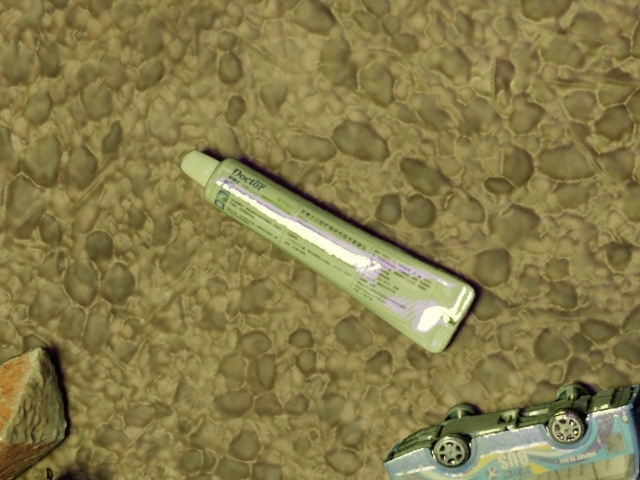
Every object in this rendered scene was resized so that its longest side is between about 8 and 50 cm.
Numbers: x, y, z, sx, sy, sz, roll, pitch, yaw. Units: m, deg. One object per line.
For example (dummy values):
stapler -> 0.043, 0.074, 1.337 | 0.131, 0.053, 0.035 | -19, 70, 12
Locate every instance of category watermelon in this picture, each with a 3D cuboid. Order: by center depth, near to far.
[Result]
watermelon -> -0.264, 0.149, 1.234 | 0.241, 0.154, 0.094 | -31, 83, 3

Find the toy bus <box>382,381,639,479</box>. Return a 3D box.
toy bus -> 0.115, 0.123, 1.148 | 0.153, 0.051, 0.061 | -13, 101, 17

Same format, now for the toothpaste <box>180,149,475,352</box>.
toothpaste -> 0.000, 0.000, 1.189 | 0.197, 0.029, 0.048 | 31, 103, 11

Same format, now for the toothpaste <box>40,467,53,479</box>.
toothpaste -> -0.154, 0.309, 1.195 | 0.110, 0.077, 0.327 | -21, 86, -15
